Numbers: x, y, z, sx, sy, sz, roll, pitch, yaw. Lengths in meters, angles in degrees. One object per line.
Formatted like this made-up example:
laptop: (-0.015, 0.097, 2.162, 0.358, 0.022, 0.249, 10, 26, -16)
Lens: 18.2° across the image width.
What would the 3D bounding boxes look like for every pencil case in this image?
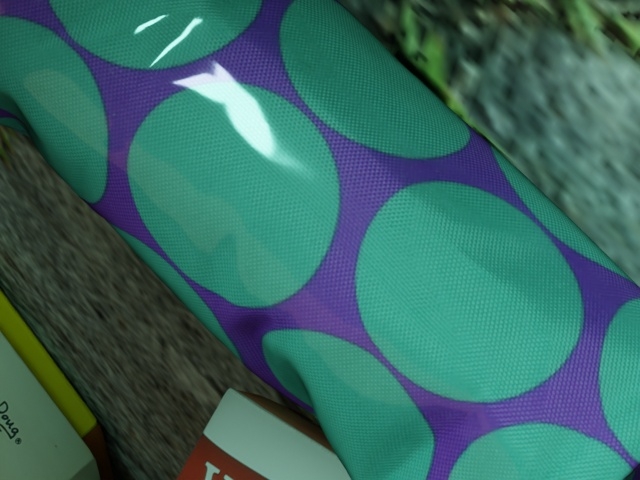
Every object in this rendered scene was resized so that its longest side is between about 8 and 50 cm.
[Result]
pencil case: (0.000, 0.000, 0.359, 0.151, 0.064, 0.070, 46, 135, 9)

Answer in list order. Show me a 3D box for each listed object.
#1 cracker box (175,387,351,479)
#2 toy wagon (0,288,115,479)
cracker box: (-0.012, 0.170, 0.455, 0.156, 0.232, 0.067, 27, 177, 44)
toy wagon: (-0.212, 0.031, 0.860, 0.267, 0.068, 0.344, 57, 159, -23)
